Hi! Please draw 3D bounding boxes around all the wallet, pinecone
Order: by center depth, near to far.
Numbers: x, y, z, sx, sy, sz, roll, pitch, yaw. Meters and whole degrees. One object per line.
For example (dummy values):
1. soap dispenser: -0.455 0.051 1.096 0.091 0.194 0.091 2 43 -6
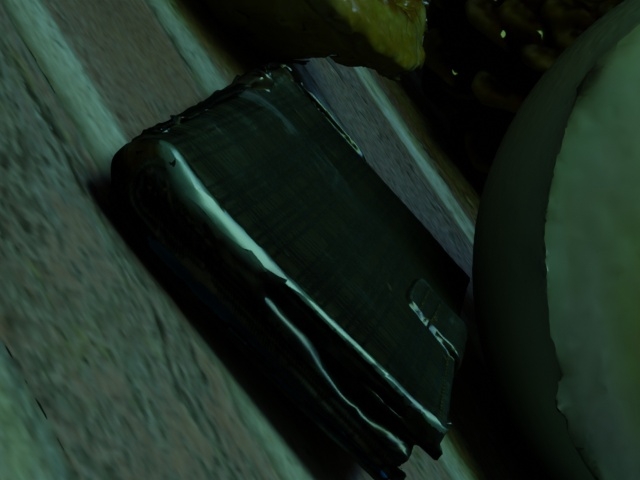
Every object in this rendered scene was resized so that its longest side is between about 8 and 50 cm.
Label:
1. wallet: -0.001 0.000 0.823 0.169 0.044 0.317 48 12 -3
2. pinecone: 0.286 -0.146 1.489 0.397 0.398 0.397 49 14 -16

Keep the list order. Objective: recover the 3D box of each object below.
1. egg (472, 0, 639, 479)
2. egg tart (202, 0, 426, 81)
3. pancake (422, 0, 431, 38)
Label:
1. egg: 0.254 0.022 1.033 0.354 0.354 0.340 53 -5 0
2. egg tart: -0.027 -0.182 1.067 0.241 0.106 0.241 51 16 -22
3. pancake: 0.089 -0.205 1.692 0.266 0.057 0.244 40 27 -30
